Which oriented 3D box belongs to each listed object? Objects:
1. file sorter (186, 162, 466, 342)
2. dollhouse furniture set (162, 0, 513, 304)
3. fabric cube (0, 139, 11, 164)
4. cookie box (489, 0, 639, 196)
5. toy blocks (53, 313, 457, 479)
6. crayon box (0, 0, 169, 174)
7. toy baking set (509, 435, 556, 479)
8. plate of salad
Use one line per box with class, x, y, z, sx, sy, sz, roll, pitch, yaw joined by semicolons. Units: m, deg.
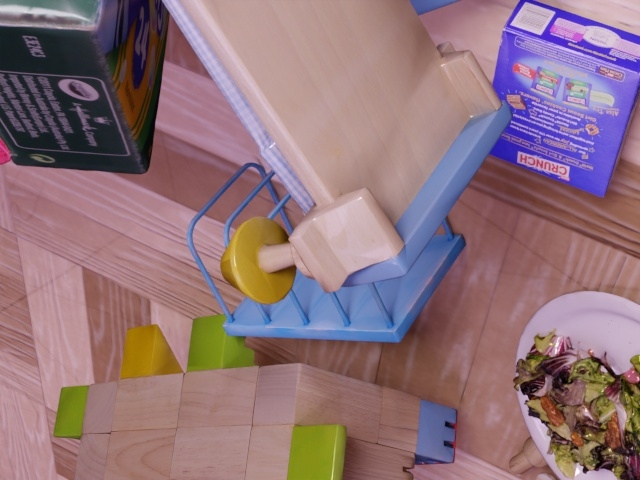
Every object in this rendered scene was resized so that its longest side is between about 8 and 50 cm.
file sorter;0.000;0.000;0.931;0.170;0.118;0.104;-2;125;39
dollhouse furniture set;-0.046;-0.152;0.648;0.198;0.303;0.286;-13;122;43
fabric cube;-0.270;-0.208;0.797;0.254;0.258;0.259;-7;126;42
cookie box;0.157;-0.091;0.773;0.092;0.040;0.107;23;141;16
toy blocks;-0.029;0.193;1.087;0.261;0.190;0.381;21;158;-40
crayon box;-0.119;-0.219;0.626;0.083;0.322;0.203;4;166;-1
toy baking set;0.241;0.241;1.018;0.196;0.030;0.256;59;145;10
plate of salad;0.221;0.136;0.916;0.200;0.048;0.199;27;129;40
